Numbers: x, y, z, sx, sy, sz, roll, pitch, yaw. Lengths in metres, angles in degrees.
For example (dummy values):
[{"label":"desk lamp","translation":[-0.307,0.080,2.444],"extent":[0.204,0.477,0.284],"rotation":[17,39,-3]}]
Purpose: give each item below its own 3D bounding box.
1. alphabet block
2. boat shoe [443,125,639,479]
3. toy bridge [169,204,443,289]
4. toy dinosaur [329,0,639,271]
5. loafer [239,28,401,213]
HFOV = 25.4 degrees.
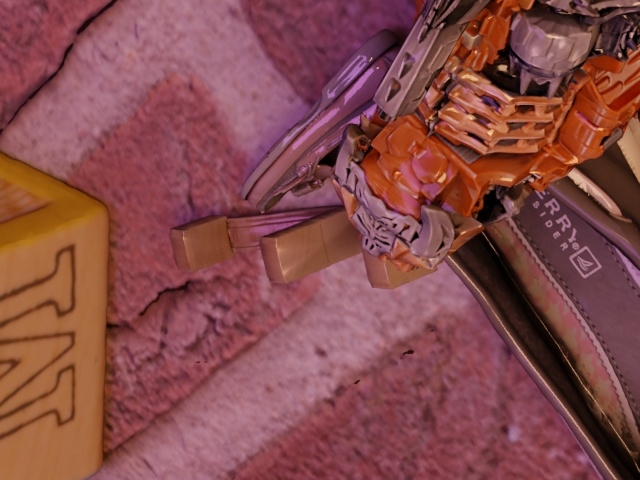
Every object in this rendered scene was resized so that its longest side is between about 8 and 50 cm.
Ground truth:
[{"label":"alphabet block","translation":[-0.261,0.061,0.876],"extent":[0.192,0.193,0.197],"rotation":[24,122,31]},{"label":"boat shoe","translation":[0.138,0.063,0.591],"extent":[0.335,0.095,0.112],"rotation":[55,134,10]},{"label":"toy bridge","translation":[0.000,0.000,0.706],"extent":[0.188,0.063,0.026],"rotation":[3,109,53]},{"label":"toy dinosaur","translation":[0.119,-0.117,0.447],"extent":[0.322,0.218,0.164],"rotation":[-34,83,43]},{"label":"loafer","translation":[0.006,-0.049,0.698],"extent":[0.039,0.045,0.125],"rotation":[45,126,2]}]
